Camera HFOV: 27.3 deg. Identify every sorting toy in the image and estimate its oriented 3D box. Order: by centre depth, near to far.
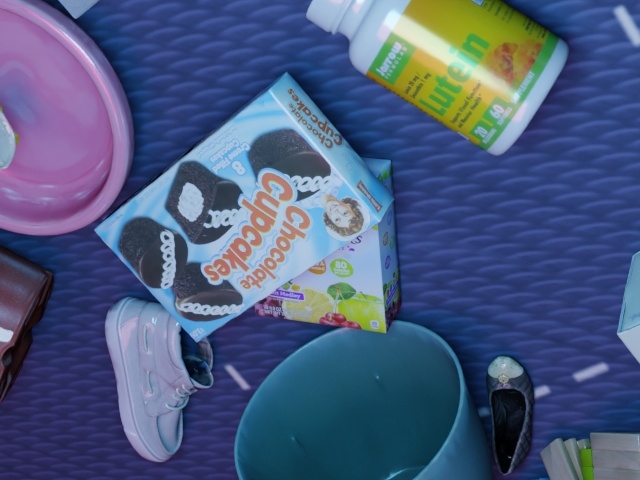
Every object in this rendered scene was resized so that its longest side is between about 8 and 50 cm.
[{"bbox_3d":[-0.405,-0.126,1.555,0.075,0.045,0.083,-6,121,34],"label":"sorting toy"}]

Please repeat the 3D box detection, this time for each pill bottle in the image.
[{"bbox_3d":[0.114,-0.204,1.332,0.245,0.136,0.136,32,129,-1],"label":"pill bottle"}]

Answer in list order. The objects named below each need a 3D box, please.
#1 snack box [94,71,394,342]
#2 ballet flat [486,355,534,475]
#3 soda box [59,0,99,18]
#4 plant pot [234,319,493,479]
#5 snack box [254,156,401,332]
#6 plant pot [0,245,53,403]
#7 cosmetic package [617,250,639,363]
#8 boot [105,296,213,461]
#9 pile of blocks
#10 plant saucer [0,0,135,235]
[{"bbox_3d":[-0.092,-0.029,1.501,0.322,0.060,0.187,-34,102,35],"label":"snack box"},{"bbox_3d":[0.235,0.217,1.630,0.057,0.049,0.173,2,123,20],"label":"ballet flat"},{"bbox_3d":[-0.310,-0.386,1.408,0.098,0.091,0.286,-30,108,34],"label":"soda box"},{"bbox_3d":[0.077,0.281,1.604,0.293,0.293,0.235,-8,133,27],"label":"plant pot"},{"bbox_3d":[0.000,0.000,1.563,0.174,0.070,0.207,6,123,20],"label":"snack box"},{"bbox_3d":[-0.510,0.084,1.726,0.265,0.272,0.272,23,129,-5],"label":"plant pot"},{"bbox_3d":[0.459,0.147,1.423,0.113,0.160,0.309,-29,110,34],"label":"cosmetic package"},{"bbox_3d":[-0.201,0.197,1.763,0.123,0.095,0.258,5,124,27],"label":"boot"},{"bbox_3d":[0.336,0.332,1.653,0.112,0.149,0.362,0,149,-31],"label":"pile of blocks"},{"bbox_3d":[-0.368,-0.164,1.591,0.332,0.084,0.332,11,126,16],"label":"plant saucer"}]
